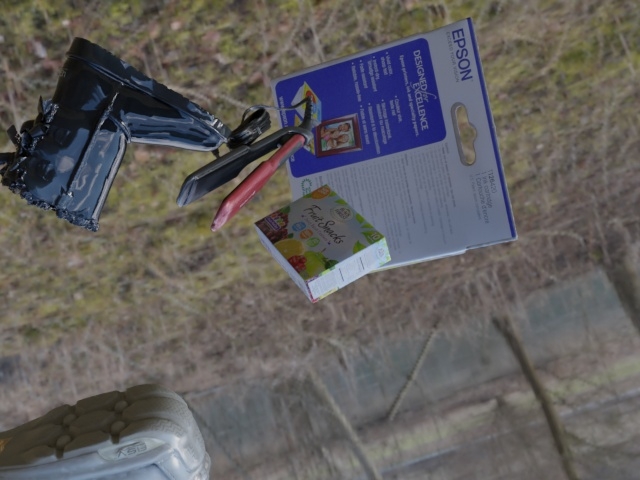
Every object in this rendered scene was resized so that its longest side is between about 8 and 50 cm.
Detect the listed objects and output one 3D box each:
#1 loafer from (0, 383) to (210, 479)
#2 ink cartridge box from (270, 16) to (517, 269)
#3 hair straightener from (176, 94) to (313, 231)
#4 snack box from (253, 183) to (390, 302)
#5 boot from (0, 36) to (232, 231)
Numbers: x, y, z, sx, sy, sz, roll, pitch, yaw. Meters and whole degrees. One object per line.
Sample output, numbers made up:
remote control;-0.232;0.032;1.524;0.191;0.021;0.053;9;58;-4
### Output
loafer;-0.232;0.190;0.629;0.319;0.111;0.112;-12;-159;5
ink cartridge box;0.099;-0.115;1.257;0.307;0.303;0.072;-12;175;22
hair straightener;-0.075;-0.098;0.903;0.230;0.089;0.047;-50;172;-45
snack box;0.000;0.000;1.005;0.100;0.141;0.037;-28;127;-13
boot;-0.124;-0.053;0.546;0.121;0.099;0.045;28;176;-33
